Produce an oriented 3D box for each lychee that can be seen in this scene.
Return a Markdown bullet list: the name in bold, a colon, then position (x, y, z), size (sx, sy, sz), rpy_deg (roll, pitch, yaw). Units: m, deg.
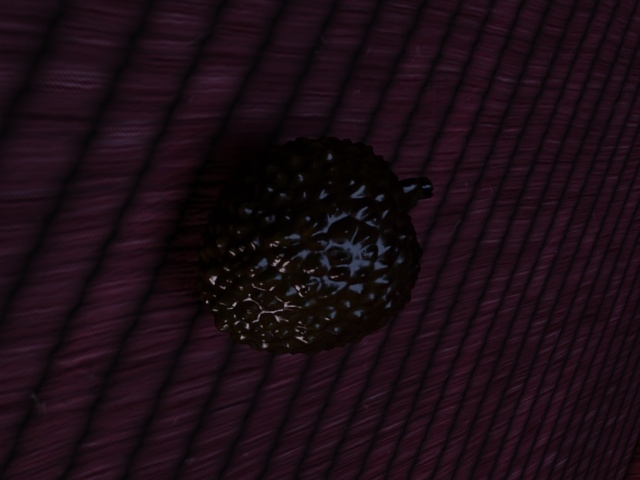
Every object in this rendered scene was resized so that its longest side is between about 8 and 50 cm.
- **lychee**: position (0.000, 0.000, 0.747), size (0.238, 0.200, 0.200), rpy_deg (-33, 128, -20)
